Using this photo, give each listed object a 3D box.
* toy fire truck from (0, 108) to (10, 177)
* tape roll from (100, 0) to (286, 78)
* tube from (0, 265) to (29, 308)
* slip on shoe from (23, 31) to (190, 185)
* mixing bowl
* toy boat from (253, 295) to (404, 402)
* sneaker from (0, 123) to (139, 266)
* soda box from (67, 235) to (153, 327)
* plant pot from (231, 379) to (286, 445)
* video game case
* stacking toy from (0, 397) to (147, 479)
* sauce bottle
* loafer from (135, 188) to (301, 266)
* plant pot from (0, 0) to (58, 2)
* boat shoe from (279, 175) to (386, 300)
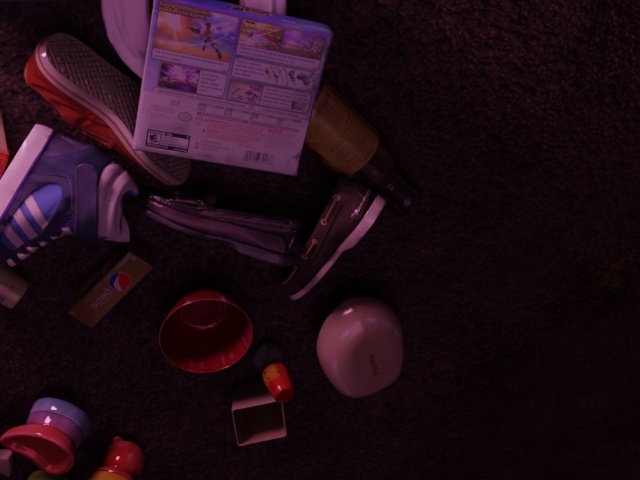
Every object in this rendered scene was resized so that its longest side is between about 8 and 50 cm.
[{"bbox_3d":[-0.573,-0.203,1.219,0.135,0.047,0.192,9,117,-19],"label":"toy fire truck"},{"bbox_3d":[-0.197,-0.376,1.176,0.286,0.100,0.286,-6,121,-10],"label":"tape roll"},{"bbox_3d":[-0.642,0.033,1.345,0.240,0.062,0.070,37,63,-24],"label":"tube"},{"bbox_3d":[-0.345,-0.207,1.249,0.101,0.123,0.331,-16,138,38],"label":"slip on shoe"},{"bbox_3d":[-0.231,0.165,1.494,0.181,0.098,0.182,-6,121,-10],"label":"mixing bowl"},{"bbox_3d":[0.020,0.231,1.585,0.318,0.148,0.268,-18,128,-11],"label":"toy boat"},{"bbox_3d":[-0.457,-0.016,1.295,0.236,0.130,0.323,30,98,-21],"label":"sneaker"},{"bbox_3d":[-0.399,0.079,1.423,0.181,0.061,0.058,-43,121,14],"label":"soda box"},{"bbox_3d":[-0.140,0.367,1.640,0.109,0.096,0.109,-10,122,-9],"label":"plant pot"},{"bbox_3d":[-0.141,-0.241,1.171,0.269,0.061,0.244,8,119,-16],"label":"video game case"},{"bbox_3d":[-0.550,0.458,1.621,0.279,0.130,0.309,-19,124,30],"label":"stacking toy"},{"bbox_3d":[0.058,-0.166,1.356,0.111,0.111,0.344,-42,119,13],"label":"sauce bottle"},{"bbox_3d":[-0.180,-0.045,1.367,0.302,0.109,0.095,21,99,-5],"label":"loafer"},{"bbox_3d":[-0.468,-0.425,1.046,0.234,0.166,0.166,-7,122,-2],"label":"plant pot"},{"bbox_3d":[0.000,0.000,1.419,0.096,0.117,0.324,36,135,-6],"label":"boat shoe"}]
